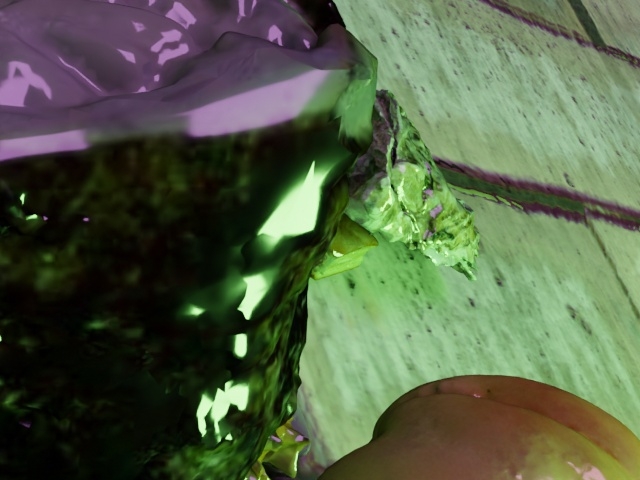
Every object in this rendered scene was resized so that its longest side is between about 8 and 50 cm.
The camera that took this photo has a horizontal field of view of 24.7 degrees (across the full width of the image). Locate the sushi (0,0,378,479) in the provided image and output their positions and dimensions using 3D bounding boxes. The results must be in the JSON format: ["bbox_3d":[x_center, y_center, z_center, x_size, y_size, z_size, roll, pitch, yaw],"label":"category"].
[{"bbox_3d":[-0.117,-0.045,0.553,0.234,0.207,0.348,0,34,-9],"label":"sushi"}]

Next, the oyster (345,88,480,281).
[{"bbox_3d":[0.047,-0.029,0.856,0.125,0.064,0.177,54,6,32],"label":"oyster"}]

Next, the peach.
[{"bbox_3d":[0.073,0.150,0.608,0.184,0.184,0.184,33,34,-26],"label":"peach"}]

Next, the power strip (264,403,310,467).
[{"bbox_3d":[-0.036,0.084,0.682,0.083,0.035,0.055,22,38,-60],"label":"power strip"}]

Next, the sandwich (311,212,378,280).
[{"bbox_3d":[0.000,0.000,0.813,0.083,0.031,0.044,33,32,-28],"label":"sandwich"}]
